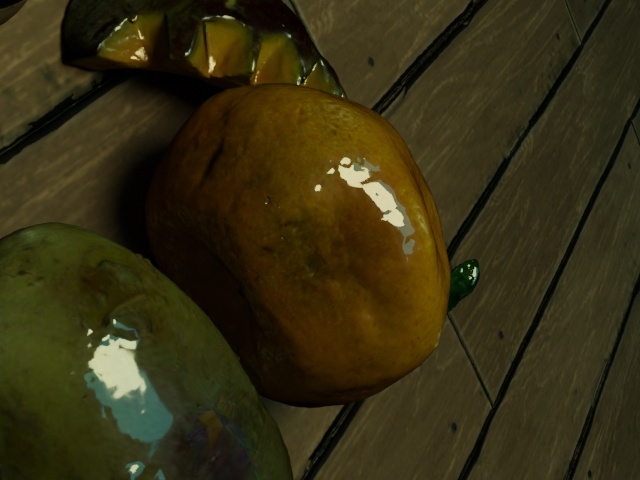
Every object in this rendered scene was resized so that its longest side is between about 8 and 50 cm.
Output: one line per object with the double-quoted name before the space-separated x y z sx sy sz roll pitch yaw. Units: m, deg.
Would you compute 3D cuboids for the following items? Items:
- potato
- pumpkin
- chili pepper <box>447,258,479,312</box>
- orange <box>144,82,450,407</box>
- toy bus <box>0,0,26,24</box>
"potato" -0.120 0.134 0.575 0.210 0.173 0.307 -41 116 -46
"pumpkin" -0.067 -0.180 0.756 0.254 0.130 0.149 15 70 -47
"chili pepper" 0.117 0.047 0.994 0.182 0.050 0.073 15 63 -51
"orange" 0.000 0.000 0.690 0.183 0.249 0.249 -36 110 -31
"toy bus" -0.258 -0.252 0.509 0.139 0.157 0.289 -33 107 -50
